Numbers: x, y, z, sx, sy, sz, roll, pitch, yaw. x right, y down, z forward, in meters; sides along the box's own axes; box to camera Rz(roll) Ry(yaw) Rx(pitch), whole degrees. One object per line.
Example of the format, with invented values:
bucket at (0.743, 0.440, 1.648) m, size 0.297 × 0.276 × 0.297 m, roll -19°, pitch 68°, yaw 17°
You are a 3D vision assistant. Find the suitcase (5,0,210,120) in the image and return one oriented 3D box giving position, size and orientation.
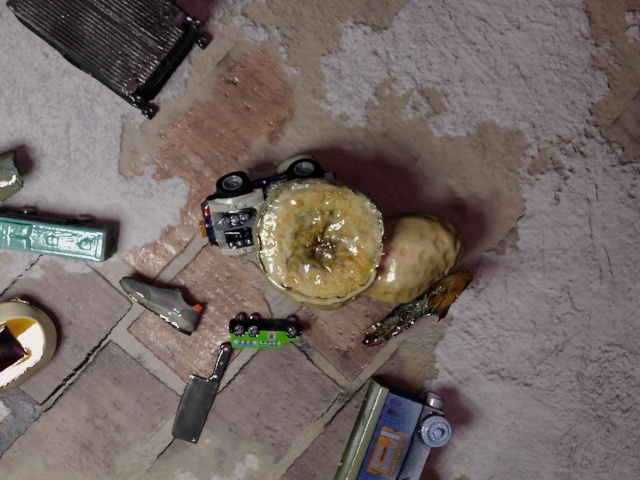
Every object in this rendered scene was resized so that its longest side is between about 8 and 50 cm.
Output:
suitcase at (-0.433, -0.445, 1.318) m, size 0.335 × 0.152 × 0.229 m, roll 37°, pitch 87°, yaw -5°

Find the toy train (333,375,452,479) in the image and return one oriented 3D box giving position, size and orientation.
toy train at (0.162, 0.467, 1.440) m, size 0.202 × 0.131 × 0.299 m, roll 21°, pitch 90°, yaw -5°

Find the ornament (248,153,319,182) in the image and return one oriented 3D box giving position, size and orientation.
ornament at (-0.077, -0.146, 1.407) m, size 0.156 × 0.081 × 0.075 m, roll -13°, pitch 86°, yaw -1°

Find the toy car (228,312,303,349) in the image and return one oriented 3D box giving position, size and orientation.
toy car at (-0.123, 0.205, 1.426) m, size 0.165 × 0.071 × 0.062 m, roll 3°, pitch 108°, yaw -7°

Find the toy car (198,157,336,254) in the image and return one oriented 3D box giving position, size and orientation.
toy car at (-0.105, -0.055, 1.355) m, size 0.301 × 0.118 × 0.193 m, roll -13°, pitch 137°, yaw -8°

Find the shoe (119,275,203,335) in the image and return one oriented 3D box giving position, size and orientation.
shoe at (-0.345, 0.127, 1.398) m, size 0.194 × 0.074 × 0.077 m, roll 37°, pitch 77°, yaw -10°

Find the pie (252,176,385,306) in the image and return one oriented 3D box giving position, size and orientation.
pie at (0.000, 0.000, 1.271) m, size 0.274 × 0.055 × 0.274 m, roll -1°, pitch 98°, yaw -6°

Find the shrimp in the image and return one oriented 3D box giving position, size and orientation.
shrimp at (0.212, 0.156, 1.390) m, size 0.290 × 0.222 × 0.054 m, roll -35°, pitch 92°, yaw 5°

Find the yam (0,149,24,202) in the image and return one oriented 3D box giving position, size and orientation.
yam at (-0.733, -0.099, 1.319) m, size 0.259 × 0.106 × 0.106 m, roll -21°, pitch 95°, yaw -5°

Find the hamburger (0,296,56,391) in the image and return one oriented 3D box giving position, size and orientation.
hamburger at (-0.666, 0.222, 1.344) m, size 0.210 × 0.116 × 0.173 m, roll -39°, pitch 105°, yaw -8°

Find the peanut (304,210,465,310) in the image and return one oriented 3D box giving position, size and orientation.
peanut at (0.127, 0.051, 1.396) m, size 0.387 × 0.169 × 0.192 m, roll -14°, pitch 85°, yaw -3°

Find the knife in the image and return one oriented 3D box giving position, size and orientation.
knife at (-0.270, 0.338, 1.439) m, size 0.072 × 0.019 × 0.245 m, roll 22°, pitch 92°, yaw -6°

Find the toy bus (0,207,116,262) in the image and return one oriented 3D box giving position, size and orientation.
toy bus at (-0.570, -0.012, 1.344) m, size 0.262 × 0.109 × 0.091 m, roll 7°, pitch 98°, yaw -6°
